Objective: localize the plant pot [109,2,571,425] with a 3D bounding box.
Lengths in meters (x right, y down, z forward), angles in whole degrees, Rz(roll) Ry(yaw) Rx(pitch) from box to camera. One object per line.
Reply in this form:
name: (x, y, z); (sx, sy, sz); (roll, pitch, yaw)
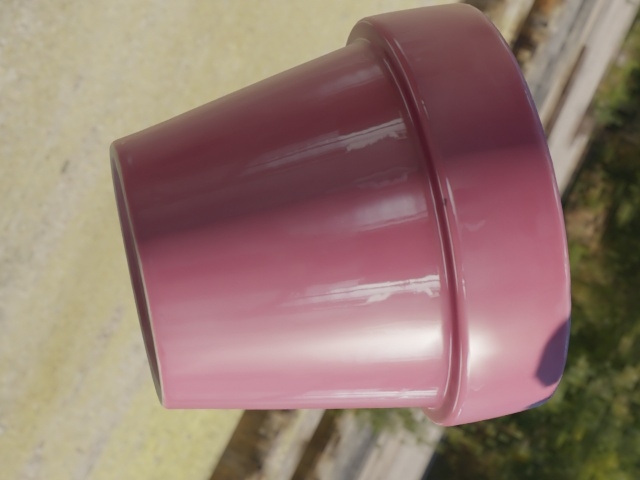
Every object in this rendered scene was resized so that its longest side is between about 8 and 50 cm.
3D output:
plant pot: (0.000, 0.000, 0.741); (0.201, 0.180, 0.201); (168, -90, -80)
